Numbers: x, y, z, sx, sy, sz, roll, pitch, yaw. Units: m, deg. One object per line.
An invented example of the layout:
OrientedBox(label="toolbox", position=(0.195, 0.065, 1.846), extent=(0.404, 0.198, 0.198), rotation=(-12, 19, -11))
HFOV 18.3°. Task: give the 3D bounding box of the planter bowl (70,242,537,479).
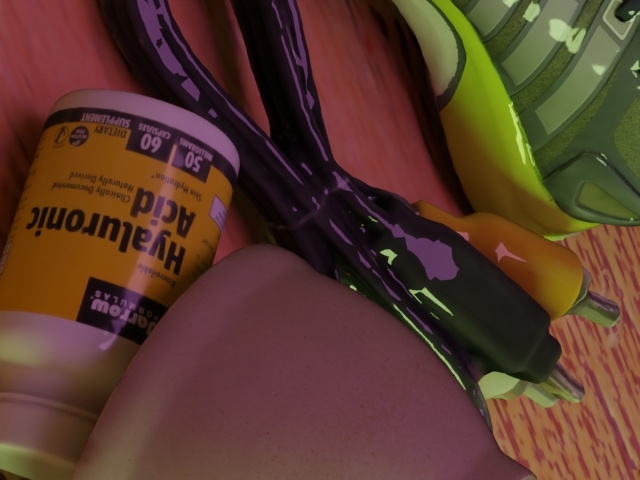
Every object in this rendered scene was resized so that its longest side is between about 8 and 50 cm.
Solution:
OrientedBox(label="planter bowl", position=(0.001, 0.095, 0.617), extent=(0.162, 0.109, 0.162), rotation=(-54, 156, -36))

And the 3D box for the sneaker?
OrientedBox(label="sneaker", position=(0.089, -0.114, 0.747), extent=(0.300, 0.121, 0.111), rotation=(56, 47, -42))

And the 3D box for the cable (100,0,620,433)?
OrientedBox(label="cable", position=(0.000, 0.000, 0.734), extent=(0.287, 0.072, 0.139), rotation=(43, 74, -26))

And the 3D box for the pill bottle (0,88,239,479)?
OrientedBox(label="pill bottle", position=(-0.070, 0.017, 0.621), extent=(0.065, 0.065, 0.116), rotation=(33, 64, -44))
